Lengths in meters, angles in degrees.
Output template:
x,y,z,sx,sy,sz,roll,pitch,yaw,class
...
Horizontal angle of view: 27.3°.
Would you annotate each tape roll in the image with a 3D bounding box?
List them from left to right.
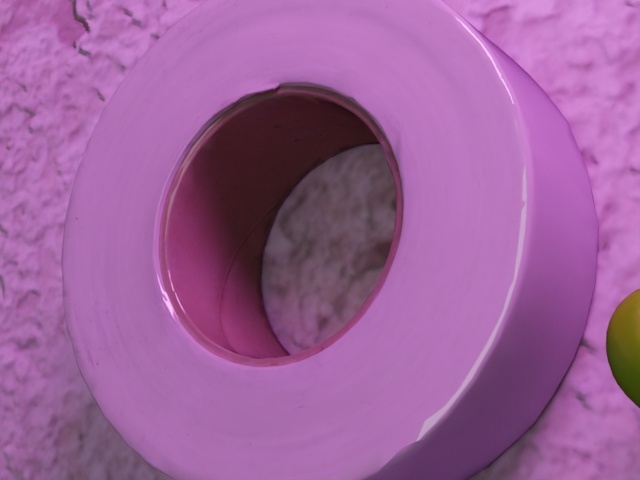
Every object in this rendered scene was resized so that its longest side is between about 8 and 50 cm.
x,y,z,sx,sy,sz,roll,pitch,yaw,class
0.000,0.000,0.710,0.286,0.100,0.286,-8,73,30,tape roll

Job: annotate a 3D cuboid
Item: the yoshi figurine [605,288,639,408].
x,y,z,sx,sy,sz,roll,pitch,yaw,class
0.253,0.105,0.479,0.203,0.203,0.362,-48,54,9,yoshi figurine
